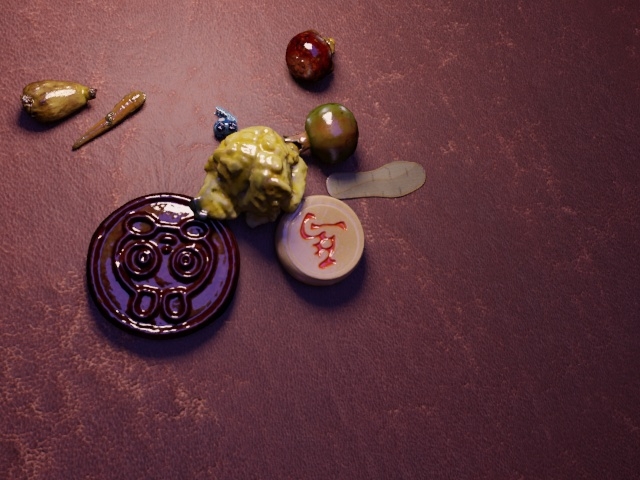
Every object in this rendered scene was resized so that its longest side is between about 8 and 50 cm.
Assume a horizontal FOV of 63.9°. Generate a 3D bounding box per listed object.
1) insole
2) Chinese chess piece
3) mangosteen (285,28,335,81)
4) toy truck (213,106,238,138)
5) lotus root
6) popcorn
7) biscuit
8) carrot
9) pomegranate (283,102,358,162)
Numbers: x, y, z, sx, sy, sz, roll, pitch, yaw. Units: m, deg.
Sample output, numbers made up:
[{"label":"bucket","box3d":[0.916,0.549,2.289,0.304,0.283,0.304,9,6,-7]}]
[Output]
[{"label":"insole","box3d":[0.183,-0.189,1.634,0.348,0.009,0.119,-8,83,-16]},{"label":"Chinese chess piece","box3d":[0.000,0.000,1.502,0.273,0.102,0.274,3,80,-15]},{"label":"mangosteen","box3d":[-0.031,-0.576,1.590,0.145,0.156,0.181,5,47,11]},{"label":"toy truck","box3d":[-0.285,-0.351,1.518,0.073,0.056,0.090,-6,68,-20]},{"label":"lotus root","box3d":[-0.704,-0.383,1.392,0.190,0.094,0.108,-20,107,-26]},{"label":"popcorn","box3d":[-0.171,-0.170,1.409,0.292,0.237,0.293,3,106,10]},{"label":"biscuit","box3d":[-0.417,0.065,1.386,0.407,0.091,0.408,3,80,-15]},{"label":"carrot","box3d":[-0.592,-0.337,1.439,0.254,0.049,0.049,-44,93,-13]},{"label":"pomegranate","box3d":[0.002,-0.309,1.530,0.224,0.181,0.182,-22,86,-1]}]
